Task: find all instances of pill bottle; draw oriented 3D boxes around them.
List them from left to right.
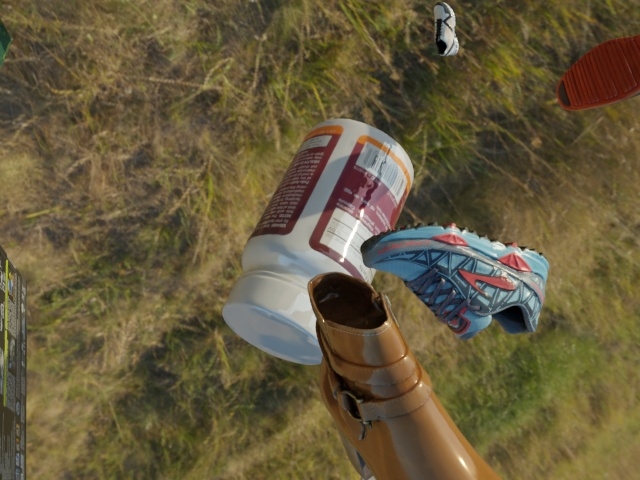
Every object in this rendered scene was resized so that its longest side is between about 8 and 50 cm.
[{"bbox_3d":[0.000,0.000,1.156,0.224,0.224,0.392,77,34,-55],"label":"pill bottle"}]

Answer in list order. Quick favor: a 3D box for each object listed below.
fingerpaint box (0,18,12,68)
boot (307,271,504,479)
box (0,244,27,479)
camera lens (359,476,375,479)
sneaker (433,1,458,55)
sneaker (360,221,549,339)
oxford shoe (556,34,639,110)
[{"bbox_3d":[-0.537,-0.147,0.737,0.163,0.444,0.371,16,165,-7],"label":"fingerpaint box"},{"bbox_3d":[0.057,0.110,0.401,0.073,0.197,0.152,-29,121,-27],"label":"boot"},{"bbox_3d":[-0.351,0.126,0.663,0.060,0.270,0.216,-7,155,-10],"label":"box"},{"bbox_3d":[0.147,0.379,0.718,0.219,0.274,0.219,-59,163,-30],"label":"camera lens"},{"bbox_3d":[0.248,-0.425,1.340,0.044,0.040,0.109,-28,108,-35],"label":"sneaker"},{"bbox_3d":[0.170,0.055,0.808,0.262,0.125,0.104,12,162,-18],"label":"sneaker"},{"bbox_3d":[0.490,-0.261,0.990,0.098,0.097,0.271,2,163,-46],"label":"oxford shoe"}]
